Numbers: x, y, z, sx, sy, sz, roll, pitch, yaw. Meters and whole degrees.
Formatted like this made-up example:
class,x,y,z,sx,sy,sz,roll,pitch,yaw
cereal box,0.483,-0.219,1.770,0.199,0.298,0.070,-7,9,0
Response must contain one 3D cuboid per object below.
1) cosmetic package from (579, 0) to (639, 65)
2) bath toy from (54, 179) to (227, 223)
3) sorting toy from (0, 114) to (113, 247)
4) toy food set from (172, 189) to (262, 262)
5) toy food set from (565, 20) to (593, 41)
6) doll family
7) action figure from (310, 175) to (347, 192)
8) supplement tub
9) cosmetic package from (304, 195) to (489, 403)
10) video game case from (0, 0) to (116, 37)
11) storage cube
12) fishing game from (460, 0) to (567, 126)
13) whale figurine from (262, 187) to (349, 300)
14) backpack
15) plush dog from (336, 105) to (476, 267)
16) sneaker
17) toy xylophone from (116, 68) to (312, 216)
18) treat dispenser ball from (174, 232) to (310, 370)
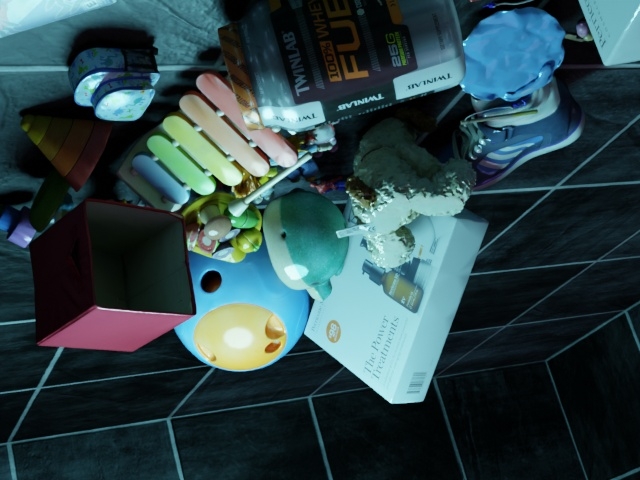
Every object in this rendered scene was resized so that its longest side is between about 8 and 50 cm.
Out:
class,x,y,z,sx,sy,sz,roll,pitch,yaw
cosmetic package,0.455,-0.438,1.402,0.161,0.230,0.453,-12,158,-9
bath toy,-0.301,-0.040,2.026,0.348,0.129,0.151,-3,-160,-25
sorting toy,-0.463,-0.105,1.809,0.126,0.127,0.365,29,142,-21
toy food set,-0.179,-0.013,1.983,0.218,0.071,0.128,22,112,-46
toy food set,0.467,-0.363,1.890,0.078,0.019,0.122,2,153,-39
doll family,-0.072,-0.132,1.944,0.263,0.118,0.163,-20,162,4
action figure,0.033,-0.108,2.213,0.115,0.030,0.038,-1,150,-23
supplement tub,0.028,-0.267,1.575,0.316,0.193,0.193,-17,159,1
cosmetic package,0.134,0.077,2.156,0.097,0.284,0.377,4,111,-39
video game case,-0.365,-0.324,1.382,0.183,0.023,0.201,-16,159,2
storage cube,-0.340,0.061,1.824,0.215,0.183,0.193,8,153,-40
fishing game,0.305,-0.303,1.823,0.189,0.041,0.264,-13,136,-4
whale figurine,0.000,0.000,2.074,0.141,0.216,0.272,-18,166,18
backpack,-0.294,-0.223,1.605,0.114,0.084,0.105,1,151,-31
plush dog,0.118,-0.116,1.994,0.210,0.225,0.262,25,127,-26
sneaker,0.294,-0.211,2.034,0.323,0.130,0.236,-23,149,30
toy xylophone,-0.155,-0.142,1.796,0.236,0.081,0.323,37,129,-20
treat dispenser ball,-0.163,0.122,2.293,0.288,0.288,0.288,-14,159,-5
